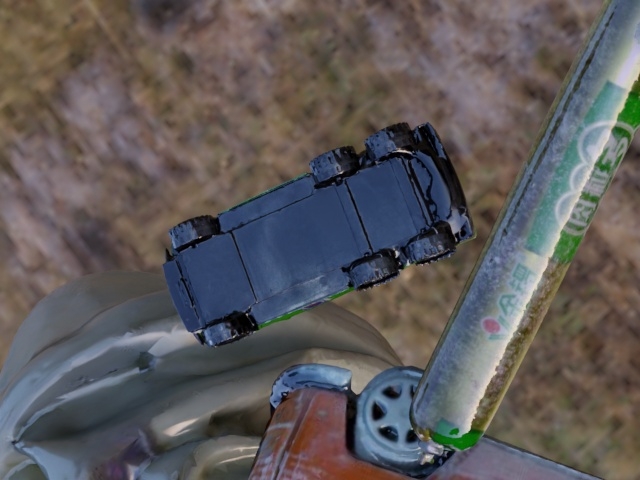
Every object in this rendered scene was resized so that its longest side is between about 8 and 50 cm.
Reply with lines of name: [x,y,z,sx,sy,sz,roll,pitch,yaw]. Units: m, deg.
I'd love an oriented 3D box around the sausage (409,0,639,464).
sausage: [0.094,-0.034,0.635,0.032,0.269,0.033,24,-168,-6]

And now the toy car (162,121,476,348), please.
toy car: [0.000,0.000,0.901,0.071,0.165,0.062,69,-163,10]

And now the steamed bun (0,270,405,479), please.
steamed bun: [-0.075,0.196,1.135,0.342,0.368,0.255,23,162,-10]

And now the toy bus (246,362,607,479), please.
toy bus: [0.088,0.144,0.697,0.265,0.120,0.121,19,154,10]
